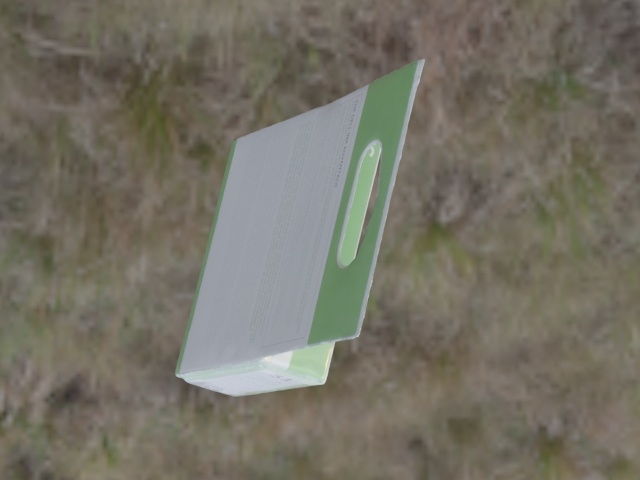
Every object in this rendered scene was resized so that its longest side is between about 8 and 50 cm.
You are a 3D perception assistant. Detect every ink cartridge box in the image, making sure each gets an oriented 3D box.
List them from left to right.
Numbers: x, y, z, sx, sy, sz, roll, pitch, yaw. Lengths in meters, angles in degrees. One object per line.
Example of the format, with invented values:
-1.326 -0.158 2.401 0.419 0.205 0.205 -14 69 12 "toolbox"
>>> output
0.000 0.000 1.011 0.056 0.171 0.235 22 161 -27 "ink cartridge box"
